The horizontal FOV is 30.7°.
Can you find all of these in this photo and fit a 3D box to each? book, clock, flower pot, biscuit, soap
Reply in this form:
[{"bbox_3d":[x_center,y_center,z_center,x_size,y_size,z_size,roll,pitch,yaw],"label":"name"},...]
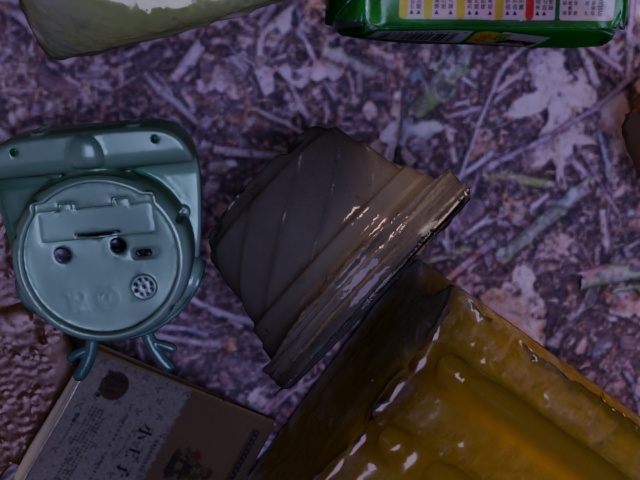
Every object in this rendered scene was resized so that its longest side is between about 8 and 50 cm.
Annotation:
[{"bbox_3d":[-0.149,0.183,1.020,0.199,0.016,0.138,28,93,-33],"label":"book"},{"bbox_3d":[-0.166,0.012,0.917,0.160,0.066,0.210,-7,104,0],"label":"clock"},{"bbox_3d":[0.000,0.000,0.952,0.140,0.235,0.235,42,91,2],"label":"flower pot"},{"bbox_3d":[-0.267,0.067,0.975,0.197,0.049,0.301,-9,106,-20],"label":"biscuit"},{"bbox_3d":[0.140,0.227,1.055,0.335,0.156,0.293,34,97,-18],"label":"soap"}]

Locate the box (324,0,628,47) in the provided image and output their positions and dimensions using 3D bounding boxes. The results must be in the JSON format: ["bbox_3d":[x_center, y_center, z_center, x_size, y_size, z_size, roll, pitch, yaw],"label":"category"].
[{"bbox_3d":[0.132,-0.250,0.965,0.250,0.103,0.180,-1,104,-14],"label":"box"}]

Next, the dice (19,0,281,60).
[{"bbox_3d":[-0.119,-0.277,0.820,0.250,0.252,0.254,-21,108,-9],"label":"dice"}]

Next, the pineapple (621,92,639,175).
[{"bbox_3d":[0.431,-0.137,1.052,0.310,0.141,0.170,-30,104,-12],"label":"pineapple"}]
